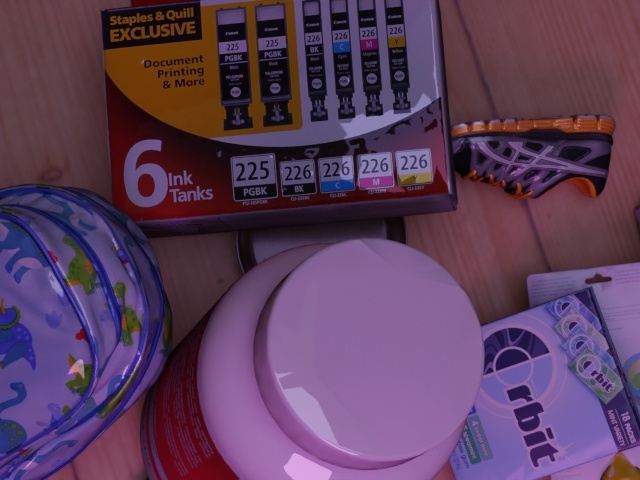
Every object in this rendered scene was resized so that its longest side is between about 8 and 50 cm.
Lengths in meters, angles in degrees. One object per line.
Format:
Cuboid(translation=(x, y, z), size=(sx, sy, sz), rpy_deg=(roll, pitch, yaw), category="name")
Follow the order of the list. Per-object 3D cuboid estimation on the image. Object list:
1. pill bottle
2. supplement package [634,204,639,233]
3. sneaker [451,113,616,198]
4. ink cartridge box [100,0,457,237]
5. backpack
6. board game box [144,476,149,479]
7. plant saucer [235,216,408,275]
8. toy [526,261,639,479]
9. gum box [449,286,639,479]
Cuboid(translation=(-0.010, 0.134, 1.547), size=(0.229, 0.407, 0.229), rpy_deg=(4, 73, -15), category="pill bottle")
Cuboid(translation=(0.482, 0.012, 1.760), size=(0.293, 0.177, 0.175), rpy_deg=(-11, 86, -9), category="supplement package")
Cuboid(translation=(0.188, -0.078, 1.779), size=(0.215, 0.084, 0.083), rpy_deg=(-3, 92, -8), category="sneaker")
Cuboid(translation=(-0.039, -0.153, 1.693), size=(0.310, 0.130, 0.271), rpy_deg=(-6, 83, 6), category="ink cartridge box")
Cuboid(translation=(-0.300, 0.097, 1.578), size=(0.356, 0.273, 0.290), rpy_deg=(-25, 81, -3), category="backpack")
Cuboid(translation=(-0.135, 0.285, 1.725), size=(0.126, 0.026, 0.186), rpy_deg=(43, 81, -2), category="board game box")
Cuboid(translation=(0.000, 0.000, 1.770), size=(0.169, 0.029, 0.168), rpy_deg=(1, 85, -9), category="plant saucer")
Cuboid(translation=(0.283, 0.143, 1.776), size=(0.137, 0.056, 0.237), rpy_deg=(-7, 89, 6), category="toy")
Cuboid(translation=(0.199, 0.148, 1.743), size=(0.184, 0.041, 0.157), rpy_deg=(-21, 87, 15), category="gum box")
